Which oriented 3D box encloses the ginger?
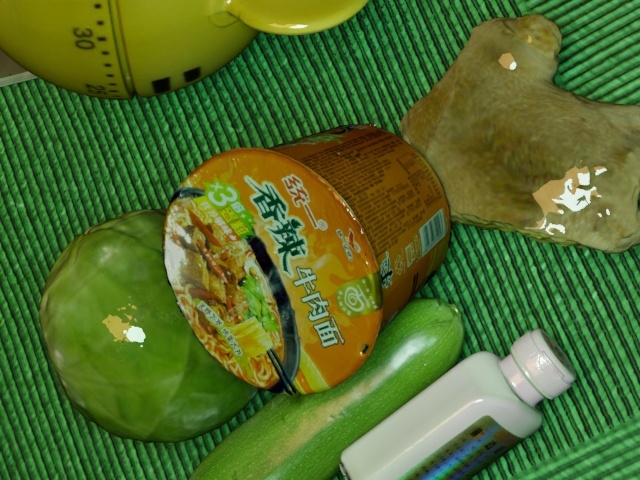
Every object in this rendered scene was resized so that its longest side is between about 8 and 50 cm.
[{"bbox_3d":[0.202,-0.097,1.694,0.276,0.130,0.221,4,78,20],"label":"ginger"}]

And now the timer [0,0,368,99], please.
[{"bbox_3d":[-0.147,-0.303,1.772,0.387,0.376,0.376,-5,80,-3],"label":"timer"}]

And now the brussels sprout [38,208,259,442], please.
[{"bbox_3d":[-0.159,0.078,1.773,0.244,0.244,0.244,-3,82,22],"label":"brussels sprout"}]

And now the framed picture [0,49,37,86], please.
[{"bbox_3d":[-0.294,-0.246,1.982,0.183,0.011,0.142,-11,79,21],"label":"framed picture"}]

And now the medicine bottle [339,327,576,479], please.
[{"bbox_3d":[0.132,0.168,1.689,0.219,0.115,0.078,-39,52,13],"label":"medicine bottle"}]

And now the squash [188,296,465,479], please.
[{"bbox_3d":[-0.012,0.185,1.759,0.379,0.101,0.101,-38,70,14],"label":"squash"}]

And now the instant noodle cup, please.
[{"bbox_3d":[0.000,0.000,1.659,0.230,0.182,0.230,14,118,29],"label":"instant noodle cup"}]
